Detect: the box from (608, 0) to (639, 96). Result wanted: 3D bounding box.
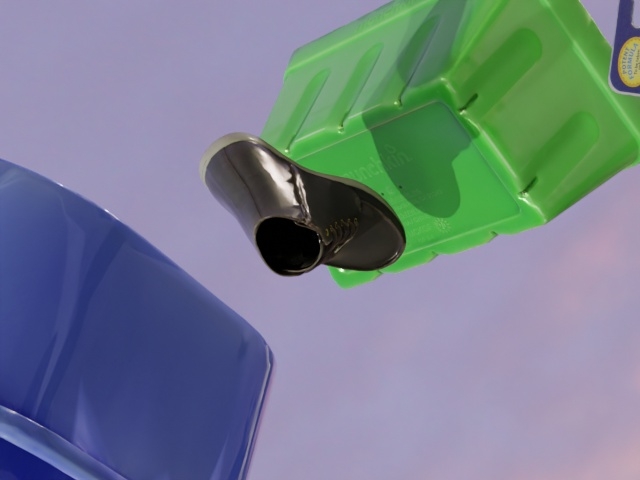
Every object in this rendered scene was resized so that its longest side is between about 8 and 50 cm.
[{"bbox_3d":[0.282,-0.141,1.052,0.036,0.225,0.136,-5,-75,-49],"label":"box"}]

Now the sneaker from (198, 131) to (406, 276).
[{"bbox_3d":[0.000,0.000,1.463,0.222,0.118,0.083,24,-65,-38],"label":"sneaker"}]

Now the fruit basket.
[{"bbox_3d":[0.164,-0.136,1.725,0.283,0.392,0.392,53,-128,-15],"label":"fruit basket"}]

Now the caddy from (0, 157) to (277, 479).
[{"bbox_3d":[-0.178,0.095,0.946,0.341,0.241,0.179,42,-122,-44],"label":"caddy"}]
